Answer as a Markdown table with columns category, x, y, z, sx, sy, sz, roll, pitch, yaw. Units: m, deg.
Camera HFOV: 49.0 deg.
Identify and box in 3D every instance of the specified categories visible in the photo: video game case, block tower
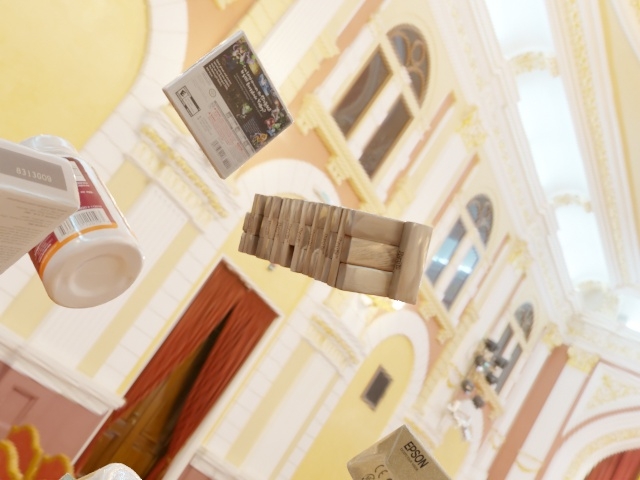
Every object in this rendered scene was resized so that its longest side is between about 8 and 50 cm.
| category | x | y | z | sx | sy | sz | roll | pitch | yaw |
| --- | --- | --- | --- | --- | --- | --- | --- | --- | --- |
| video game case | -0.152 | -0.229 | 1.199 | 0.022 | 0.173 | 0.190 | 24 | -29 | 52 |
| block tower | 0.000 | 0.000 | 0.883 | 0.097 | 0.091 | 0.335 | 11 | 1 | -29 |

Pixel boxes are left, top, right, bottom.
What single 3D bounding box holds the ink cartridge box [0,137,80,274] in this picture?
| category | x | y | z | sx | sy | sz | roll | pitch | yaw |
| --- | --- | --- | --- | --- | --- | --- | --- | --- | --- |
| ink cartridge box | -0.544 | -0.007 | 0.865 | 0.308 | 0.385 | 0.091 | 16 | 47 | -56 |

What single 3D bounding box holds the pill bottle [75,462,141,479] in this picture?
| category | x | y | z | sx | sy | sz | roll | pitch | yaw |
| --- | --- | --- | --- | --- | --- | --- | --- | --- | --- |
| pill bottle | -0.347 | 0.402 | 0.933 | 0.131 | 0.229 | 0.131 | 62 | 6 | -11 |

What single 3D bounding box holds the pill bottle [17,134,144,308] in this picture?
| category | x | y | z | sx | sy | sz | roll | pitch | yaw |
| --- | --- | --- | --- | --- | --- | --- | --- | --- | --- |
| pill bottle | -0.583 | -0.053 | 1.613 | 0.392 | 0.224 | 0.224 | 52 | -6 | 31 |

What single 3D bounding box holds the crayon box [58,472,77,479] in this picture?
| category | x | y | z | sx | sy | sz | roll | pitch | yaw |
| --- | --- | --- | --- | --- | --- | --- | --- | --- | --- |
| crayon box | -0.464 | 0.652 | 1.214 | 0.313 | 0.363 | 0.106 | 43 | 0 | 1 |

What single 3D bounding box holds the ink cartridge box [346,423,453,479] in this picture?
| category | x | y | z | sx | sy | sz | roll | pitch | yaw |
| --- | --- | --- | --- | --- | --- | --- | --- | --- | --- |
| ink cartridge box | 0.134 | 0.322 | 0.689 | 0.193 | 0.088 | 0.234 | 59 | -7 | -20 |
